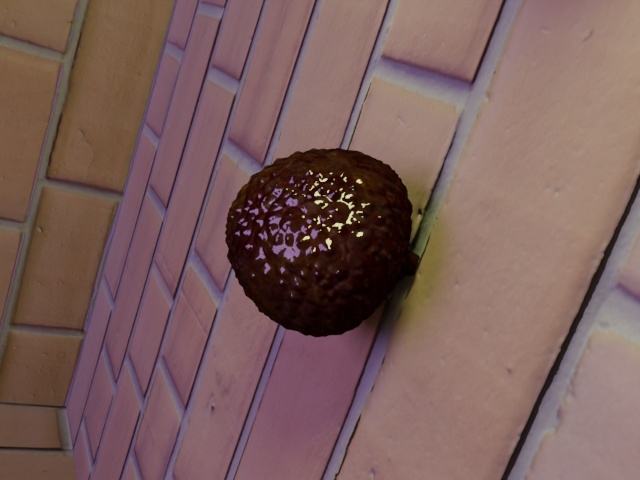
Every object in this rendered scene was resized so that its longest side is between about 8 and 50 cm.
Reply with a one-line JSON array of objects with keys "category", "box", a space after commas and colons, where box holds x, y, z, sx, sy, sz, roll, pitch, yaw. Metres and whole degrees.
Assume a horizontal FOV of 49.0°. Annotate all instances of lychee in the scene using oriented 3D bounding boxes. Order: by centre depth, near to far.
[{"category": "lychee", "box": [0.000, 0.000, 0.918, 0.260, 0.261, 0.260, -31, 53, 54]}]
